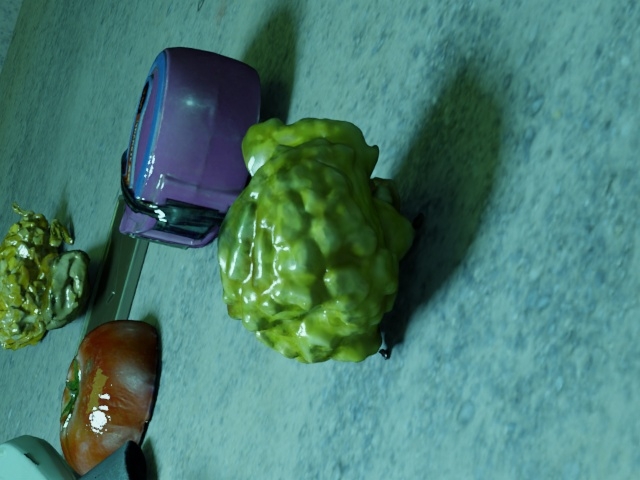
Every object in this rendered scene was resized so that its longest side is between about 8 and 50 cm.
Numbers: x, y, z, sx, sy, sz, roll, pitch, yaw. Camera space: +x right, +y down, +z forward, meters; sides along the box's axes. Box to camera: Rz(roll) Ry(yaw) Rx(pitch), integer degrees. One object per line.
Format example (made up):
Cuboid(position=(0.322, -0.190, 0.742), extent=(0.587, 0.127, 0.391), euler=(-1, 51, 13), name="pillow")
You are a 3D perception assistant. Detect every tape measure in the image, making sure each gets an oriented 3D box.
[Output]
Cuboid(position=(-0.152, -0.108, 1.738), extent=(0.245, 0.149, 0.232), euler=(-179, 103, -75), name="tape measure")

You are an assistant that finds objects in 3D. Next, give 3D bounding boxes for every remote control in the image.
Cuboid(position=(-0.364, 0.379, 1.764), extent=(0.377, 0.044, 0.107), euler=(-37, 25, 8), name="remote control")

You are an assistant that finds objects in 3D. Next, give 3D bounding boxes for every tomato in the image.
Cuboid(position=(-0.284, 0.205, 1.884), extent=(0.225, 0.085, 0.225), euler=(-45, 38, 50), name="tomato")

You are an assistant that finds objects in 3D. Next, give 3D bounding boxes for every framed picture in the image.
Cuboid(position=(-0.296, 0.055, 2.108), extent=(0.192, 0.018, 0.265), euler=(-2, 73, 67), name="framed picture")

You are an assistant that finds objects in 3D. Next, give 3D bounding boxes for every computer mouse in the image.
Cuboid(position=(-0.358, 0.365, 1.917), extent=(0.288, 0.097, 0.159), euler=(32, 101, 48), name="computer mouse")

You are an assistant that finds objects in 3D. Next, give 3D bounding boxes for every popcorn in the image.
Cuboid(position=(-0.002, 0.001, 1.254), extent=(0.218, 0.169, 0.189), euler=(109, 174, -59), name="popcorn")

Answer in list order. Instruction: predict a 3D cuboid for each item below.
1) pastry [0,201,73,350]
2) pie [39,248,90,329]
Cuboid(position=(-0.494, 0.056, 2.460), extent=(0.154, 0.102, 0.250), euler=(-34, 43, 55), name="pastry")
Cuboid(position=(-0.384, 0.076, 2.209), extent=(0.282, 0.068, 0.129), euler=(161, 122, -77), name="pie")
